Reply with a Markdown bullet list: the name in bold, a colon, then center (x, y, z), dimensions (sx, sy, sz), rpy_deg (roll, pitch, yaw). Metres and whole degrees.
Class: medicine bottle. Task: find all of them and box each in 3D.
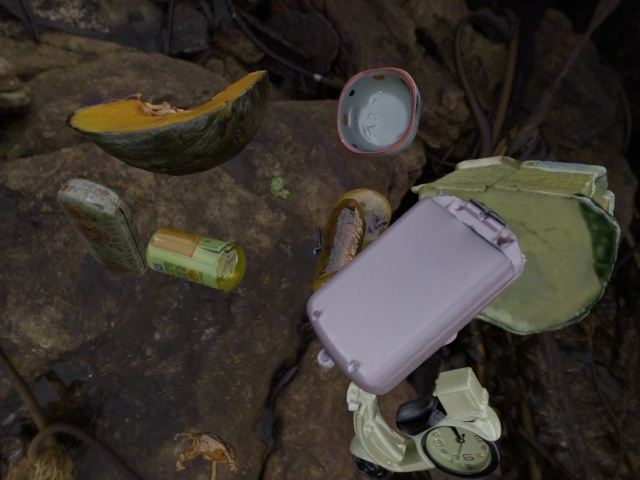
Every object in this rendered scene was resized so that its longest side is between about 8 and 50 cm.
- **medicine bottle**: center (-0.298, 0.045, 1.134), dimensions (0.239, 0.124, 0.124), rpy_deg (13, 65, 15)

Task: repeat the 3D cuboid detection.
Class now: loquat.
- **loquat**: center (0.139, -0.075, 1.589), dimensions (0.213, 0.213, 0.213), rpy_deg (8, 72, -24)

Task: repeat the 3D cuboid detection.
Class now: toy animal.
- **toy animal**: center (-0.279, 0.510, 1.135), dimensions (0.114, 0.255, 0.116), rpy_deg (-24, 45, -4)

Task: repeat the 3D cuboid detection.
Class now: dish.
- **dish**: center (0.174, -0.350, 1.300), dimensions (0.117, 0.256, 0.256), rpy_deg (4, 71, -60)

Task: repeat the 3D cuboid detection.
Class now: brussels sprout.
- **brussels sprout**: center (-0.106, -0.136, 1.252), dimensions (0.051, 0.046, 0.083), rpy_deg (-57, 143, -8)

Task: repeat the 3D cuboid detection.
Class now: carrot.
- **carrot**: center (0.057, 0.015, 1.253), dimensions (0.114, 0.114, 0.301), rpy_deg (29, 49, -16)

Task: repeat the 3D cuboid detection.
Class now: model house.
- **model house**: center (0.363, -0.015, 0.842), dimensions (0.266, 0.321, 0.261), rpy_deg (-35, 126, -45)

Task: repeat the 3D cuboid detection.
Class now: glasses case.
- **glasses case**: center (-0.556, -0.016, 1.212), dimensions (0.157, 0.425, 0.098), rpy_deg (21, 61, 1)

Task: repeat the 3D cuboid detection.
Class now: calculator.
- **calculator**: center (0.065, 0.036, 0.346), dimensions (0.175, 0.100, 0.032), rpy_deg (-41, 138, 0)

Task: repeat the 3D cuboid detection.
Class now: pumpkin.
- **pumpkin**: center (-0.196, -0.152, 0.706), dimensions (0.312, 0.148, 0.169), rpy_deg (-20, 40, -14)

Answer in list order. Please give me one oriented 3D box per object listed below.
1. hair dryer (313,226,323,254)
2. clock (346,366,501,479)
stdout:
- **hair dryer**: center (0.000, 0.000, 1.352), dimensions (0.047, 0.026, 0.083), rpy_deg (-5, 80, -13)
- **clock**: center (0.205, 0.421, 1.040), dimensions (0.276, 0.379, 0.120), rpy_deg (62, 30, -14)
